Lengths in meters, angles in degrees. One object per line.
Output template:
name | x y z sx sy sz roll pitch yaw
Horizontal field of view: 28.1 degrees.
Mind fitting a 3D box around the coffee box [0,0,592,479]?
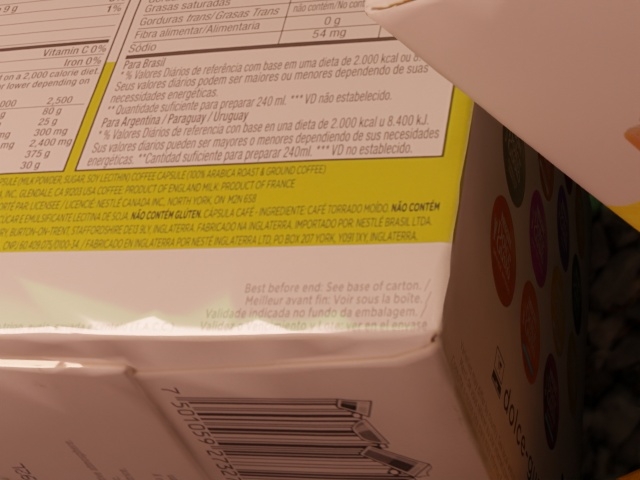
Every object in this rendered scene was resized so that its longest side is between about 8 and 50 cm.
coffee box | -0.036 0.011 0.738 0.338 0.337 0.334 -2 51 19

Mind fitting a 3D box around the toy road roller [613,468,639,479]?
toy road roller | 0.162 0.250 0.543 0.330 0.240 0.202 -22 28 -14

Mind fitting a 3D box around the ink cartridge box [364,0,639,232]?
ink cartridge box | 0.234 -0.120 0.549 0.160 0.385 0.279 -14 51 50
